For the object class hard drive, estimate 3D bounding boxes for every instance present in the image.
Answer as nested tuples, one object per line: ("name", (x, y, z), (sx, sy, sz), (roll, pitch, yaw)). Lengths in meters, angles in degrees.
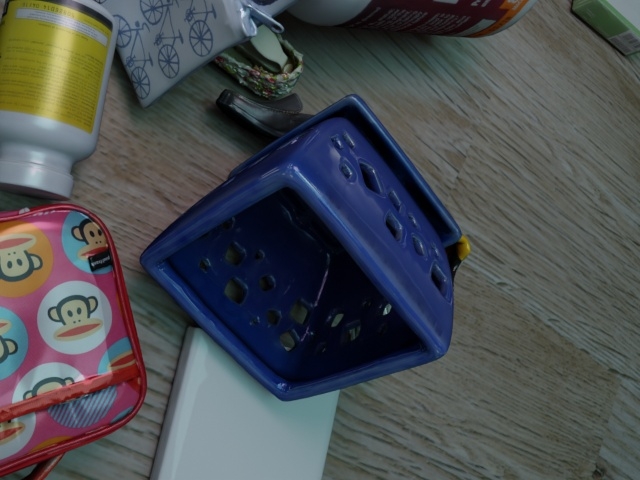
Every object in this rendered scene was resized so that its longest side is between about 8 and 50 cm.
("hard drive", (-0.091, 0.269, 0.729), (0.203, 0.040, 0.307), (18, 79, -30))

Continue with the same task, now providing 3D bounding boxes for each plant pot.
("plant pot", (0.000, 0.000, 0.670), (0.236, 0.236, 0.212), (49, 40, -18))

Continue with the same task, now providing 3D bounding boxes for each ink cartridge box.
("ink cartridge box", (0.534, -0.472, 1.126), (0.171, 0.056, 0.235), (23, 74, -29))

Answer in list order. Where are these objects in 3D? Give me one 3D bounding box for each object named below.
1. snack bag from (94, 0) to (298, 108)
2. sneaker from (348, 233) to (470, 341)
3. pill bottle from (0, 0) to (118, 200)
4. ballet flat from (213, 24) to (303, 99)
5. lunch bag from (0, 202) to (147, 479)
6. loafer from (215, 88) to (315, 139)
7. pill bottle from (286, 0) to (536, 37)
("snack bag", (-0.118, -0.326, 0.560), (0.037, 0.343, 0.323), (-29, 99, -52))
("sneaker", (0.116, 0.068, 0.831), (0.088, 0.093, 0.225), (41, 69, -23))
("pill bottle", (-0.258, -0.135, 0.605), (0.103, 0.103, 0.184), (13, 81, -30))
("ballet flat", (-0.114, -0.247, 0.712), (0.241, 0.077, 0.091), (28, 75, -27))
("lunch bag", (-0.313, 0.112, 0.562), (0.293, 0.120, 0.258), (-16, 100, -29))
("loafer", (-0.044, -0.146, 0.755), (0.170, 0.062, 0.061), (19, 95, -39))
("pill bottle", (0.070, -0.351, 0.717), (0.392, 0.224, 0.224), (-11, 94, -38))
